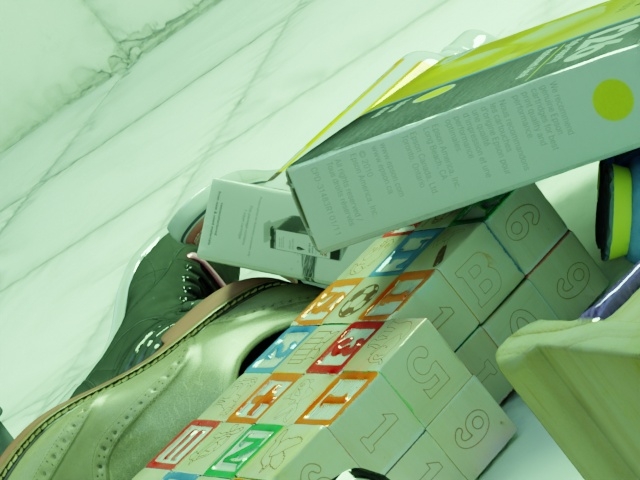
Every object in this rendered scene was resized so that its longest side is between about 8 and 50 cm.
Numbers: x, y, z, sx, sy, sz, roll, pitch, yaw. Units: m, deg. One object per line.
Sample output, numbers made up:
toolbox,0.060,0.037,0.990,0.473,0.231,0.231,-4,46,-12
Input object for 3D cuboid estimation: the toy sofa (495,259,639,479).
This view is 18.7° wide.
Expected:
toy sofa,0.243,-0.016,0.812,0.362,0.150,0.177,-43,17,-18

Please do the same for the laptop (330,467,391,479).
laptop,0.068,0.237,0.325,0.382,0.408,0.236,-46,-17,-30

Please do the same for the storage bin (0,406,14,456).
storage bin,-0.280,0.184,1.568,0.098,0.091,0.135,-42,14,-15

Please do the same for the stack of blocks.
stack of blocks,0.030,0.092,1.114,0.297,0.087,0.171,-44,16,-23

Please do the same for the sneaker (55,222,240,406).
sneaker,-0.090,0.068,1.460,0.147,0.104,0.296,-24,26,39

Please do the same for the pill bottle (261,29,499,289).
pill bottle,0.062,-0.058,1.429,0.215,0.117,0.117,-43,15,-17

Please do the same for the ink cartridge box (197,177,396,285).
ink cartridge box,0.000,0.000,1.292,0.099,0.135,0.056,13,-92,-75

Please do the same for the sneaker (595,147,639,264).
sneaker,0.202,-0.025,1.138,0.082,0.069,0.209,0,10,5

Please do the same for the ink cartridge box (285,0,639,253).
ink cartridge box,0.171,-0.100,1.164,0.307,0.072,0.303,-20,7,26

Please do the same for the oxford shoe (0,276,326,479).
oxford shoe,-0.099,0.140,1.219,0.348,0.123,0.130,-47,22,-26

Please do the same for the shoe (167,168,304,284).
shoe,-0.038,-0.007,1.480,0.063,0.081,0.178,-48,-17,27
